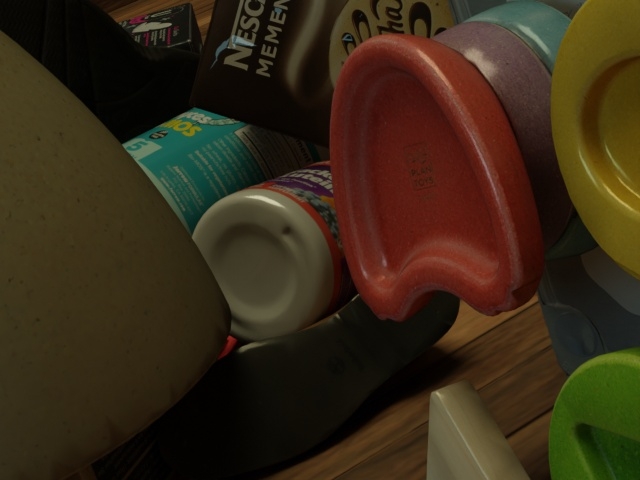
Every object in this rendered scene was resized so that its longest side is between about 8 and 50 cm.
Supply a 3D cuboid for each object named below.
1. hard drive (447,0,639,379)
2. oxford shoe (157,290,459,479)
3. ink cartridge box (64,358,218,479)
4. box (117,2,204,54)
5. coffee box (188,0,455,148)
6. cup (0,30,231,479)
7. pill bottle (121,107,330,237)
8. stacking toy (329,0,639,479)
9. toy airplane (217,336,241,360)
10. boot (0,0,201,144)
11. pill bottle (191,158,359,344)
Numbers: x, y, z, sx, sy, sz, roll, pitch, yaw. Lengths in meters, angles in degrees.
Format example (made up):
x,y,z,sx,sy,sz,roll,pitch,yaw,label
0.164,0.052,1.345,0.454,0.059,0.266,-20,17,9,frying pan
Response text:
x,y,z,sx,sy,sz,roll,pitch,yaw,label
0.182,-0.067,0.714,0.064,0.338,0.237,-33,23,-34,hard drive
-0.008,0.091,0.917,0.212,0.076,0.076,-28,-10,-18,oxford shoe
-0.202,0.129,0.940,0.235,0.088,0.193,-11,19,25,ink cartridge box
-0.186,-0.156,1.618,0.142,0.163,0.247,-15,19,1,box
0.073,-0.137,1.073,0.297,0.168,0.119,17,10,16,coffee box
-0.248,-0.003,0.848,0.331,0.237,0.331,-18,18,6,cup
-0.078,-0.045,1.221,0.264,0.146,0.146,-31,21,-32,pill bottle
0.144,0.017,0.651,0.130,0.279,0.309,-17,12,-27,stacking toy
-0.059,0.068,1.060,0.151,0.028,0.151,-3,24,1,toy airplane
-0.283,-0.126,1.301,0.284,0.138,0.377,-4,-5,30,boot
0.000,0.000,1.032,0.108,0.108,0.193,-9,9,30,pill bottle
